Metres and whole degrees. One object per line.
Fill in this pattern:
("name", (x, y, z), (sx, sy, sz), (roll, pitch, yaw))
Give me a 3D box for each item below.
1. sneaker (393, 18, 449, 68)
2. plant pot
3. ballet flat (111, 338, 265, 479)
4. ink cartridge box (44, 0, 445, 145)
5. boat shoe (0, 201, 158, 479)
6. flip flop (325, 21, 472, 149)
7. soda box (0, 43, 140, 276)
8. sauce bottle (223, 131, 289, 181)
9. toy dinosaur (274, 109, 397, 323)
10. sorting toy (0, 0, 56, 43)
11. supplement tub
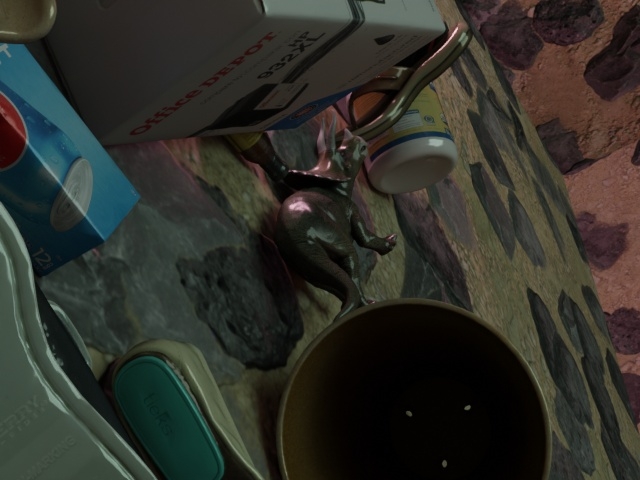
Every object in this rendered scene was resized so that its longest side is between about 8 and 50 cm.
("sneaker", (0.049, -0.351, 1.197), (0.313, 0.116, 0.136), (13, 33, -18))
("plant pot", (0.108, 0.192, 0.803), (0.254, 0.237, 0.237), (37, 33, -70))
("ballet flat", (-0.072, 0.185, 0.591), (0.249, 0.086, 0.086), (66, 23, 5))
("ink cartridge box", (-0.058, -0.198, 0.745), (0.307, 0.223, 0.129), (-17, 83, -55))
("boat shoe", (-0.187, 0.074, 0.444), (0.114, 0.091, 0.303), (-29, 96, -23))
("flip flop", (0.099, -0.224, 1.144), (0.080, 0.277, 0.112), (47, -3, -14))
("soda box", (-0.221, -0.083, 0.551), (0.210, 0.067, 0.071), (55, 25, -20))
("sauce bottle", (-0.083, -0.117, 0.908), (0.128, 0.042, 0.042), (49, 28, -36))
("toy dinosaur", (0.000, 0.000, 0.911), (0.160, 0.121, 0.314), (44, 33, -15))
("sorting toy", (-0.276, -0.188, 0.461), (0.208, 0.038, 0.193), (-6, 61, -33))
("supplement tub", (0.123, -0.190, 1.276), (0.144, 0.144, 0.200), (23, 47, -57))
